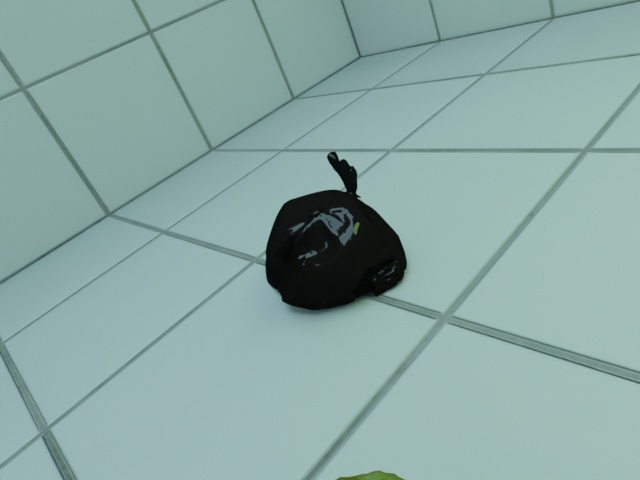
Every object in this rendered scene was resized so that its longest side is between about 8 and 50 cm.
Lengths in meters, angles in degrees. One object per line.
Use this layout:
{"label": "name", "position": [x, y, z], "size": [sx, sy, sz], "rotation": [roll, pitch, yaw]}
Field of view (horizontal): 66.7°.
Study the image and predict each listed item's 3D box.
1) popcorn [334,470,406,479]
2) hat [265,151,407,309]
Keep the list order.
{"label": "popcorn", "position": [0.053, 0.270, 0.330], "size": [0.183, 0.204, 0.221], "rotation": [-31, 14, -13]}
{"label": "hat", "position": [-0.023, -0.023, 0.880], "size": [0.238, 0.209, 0.336], "rotation": [-40, 30, -22]}
